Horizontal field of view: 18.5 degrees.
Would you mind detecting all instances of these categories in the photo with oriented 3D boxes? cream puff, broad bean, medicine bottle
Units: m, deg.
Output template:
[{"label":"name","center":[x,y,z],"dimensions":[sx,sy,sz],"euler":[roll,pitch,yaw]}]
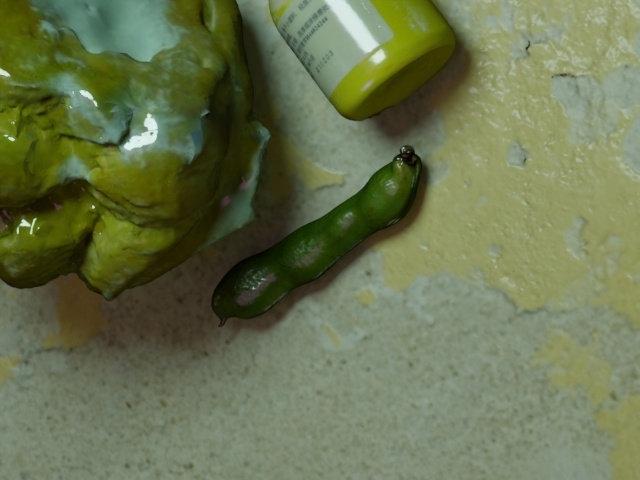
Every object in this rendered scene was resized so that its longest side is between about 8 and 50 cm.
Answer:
[{"label":"cream puff","center":[-0.233,-0.109,1.710],"dimensions":[0.378,0.378,0.275],"euler":[46,133,13]},{"label":"broad bean","center":[0.000,0.001,1.760],"dimensions":[0.256,0.053,0.052],"euler":[-37,43,25]},{"label":"medicine bottle","center":[0.010,-0.218,1.685],"dimensions":[0.122,0.122,0.212],"euler":[-41,79,25]}]
